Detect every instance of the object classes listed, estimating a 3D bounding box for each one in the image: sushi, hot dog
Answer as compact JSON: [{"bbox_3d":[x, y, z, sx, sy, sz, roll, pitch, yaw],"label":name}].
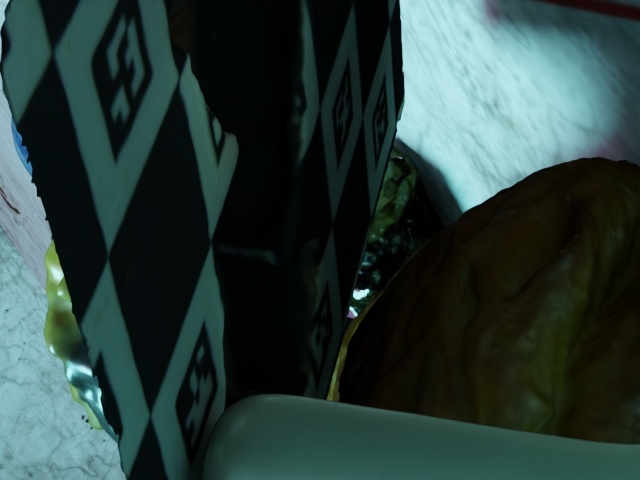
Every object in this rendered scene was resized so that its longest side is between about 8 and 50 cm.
[{"bbox_3d":[-0.038,-0.058,0.540,0.064,0.359,0.343,7,139,12],"label":"sushi"},{"bbox_3d":[0.000,0.000,1.022,0.212,0.147,0.115,1,123,49],"label":"sushi"},{"bbox_3d":[0.087,0.100,0.701,0.387,0.174,0.267,119,152,-83],"label":"hot dog"}]

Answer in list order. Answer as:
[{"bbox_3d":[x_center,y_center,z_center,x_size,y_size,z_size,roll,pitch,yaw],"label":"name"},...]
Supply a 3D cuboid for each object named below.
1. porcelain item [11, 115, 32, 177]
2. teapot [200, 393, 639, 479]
[{"bbox_3d":[-0.158,-0.090,1.280,0.259,0.141,0.141,8,134,56],"label":"porcelain item"},{"bbox_3d":[0.146,0.093,0.437,0.220,0.318,0.149,67,-173,31],"label":"teapot"}]
